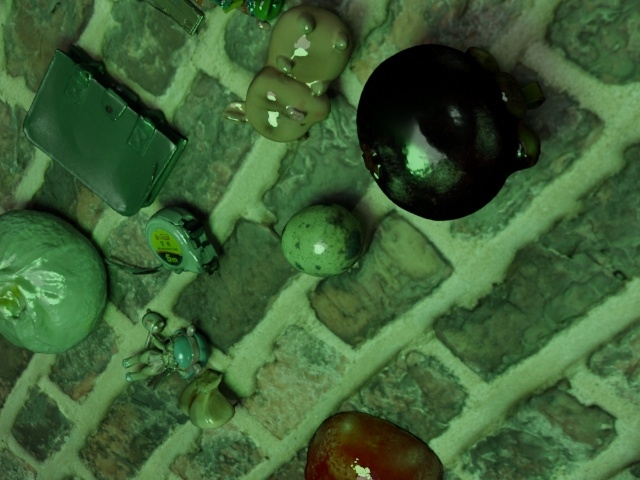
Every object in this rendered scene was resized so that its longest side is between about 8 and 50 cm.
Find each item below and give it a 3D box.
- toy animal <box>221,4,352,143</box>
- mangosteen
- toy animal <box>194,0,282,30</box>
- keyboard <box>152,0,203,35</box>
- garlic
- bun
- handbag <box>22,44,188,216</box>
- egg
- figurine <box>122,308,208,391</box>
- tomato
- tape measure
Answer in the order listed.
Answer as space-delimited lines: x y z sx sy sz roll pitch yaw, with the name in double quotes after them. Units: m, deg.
-0.045 -0.282 1.150 0.166 0.154 0.250 25 118 -14 "toy animal"
0.209 -0.179 1.045 0.302 0.275 0.275 -23 104 -6 "mangosteen"
-0.172 -0.438 1.168 0.208 0.103 0.100 32 123 9 "toy animal"
-0.279 -0.448 1.267 0.129 0.015 0.049 42 118 3 "keyboard"
-0.267 0.382 1.580 0.174 0.124 0.099 3 133 52 "garlic"
-0.684 0.103 1.587 0.361 0.211 0.362 9 113 22 "bun"
-0.458 -0.223 1.409 0.326 0.089 0.238 40 121 3 "handbag"
0.000 0.000 1.266 0.181 0.141 0.141 -5 111 45 "egg"
-0.372 0.262 1.594 0.260 0.102 0.205 -22 66 33 "figurine"
0.090 0.551 1.473 0.338 0.143 0.339 9 113 22 "tomato"
-0.368 0.002 1.487 0.330 0.084 0.164 2 114 38 "tape measure"
